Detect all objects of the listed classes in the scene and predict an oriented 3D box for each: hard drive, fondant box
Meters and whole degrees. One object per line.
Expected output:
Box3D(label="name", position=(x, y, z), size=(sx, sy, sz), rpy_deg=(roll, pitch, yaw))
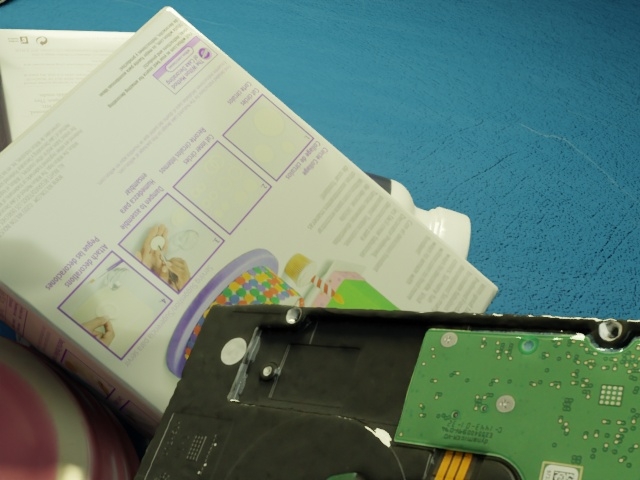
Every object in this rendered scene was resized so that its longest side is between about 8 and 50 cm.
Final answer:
Box3D(label="hard drive", position=(0.046, 0.146, 0.371), size=(0.339, 0.064, 0.236), rpy_deg=(-3, 54, 36))
Box3D(label="fondant box", position=(-0.066, 0.026, 0.597), size=(0.330, 0.096, 0.238), rpy_deg=(40, 61, -3))

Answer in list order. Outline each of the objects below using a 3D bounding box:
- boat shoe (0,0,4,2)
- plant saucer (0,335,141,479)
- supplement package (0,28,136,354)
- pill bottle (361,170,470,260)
Box3D(label="boat shoe", position=(-0.523, -0.338, 1.062), size=(0.096, 0.112, 0.335), rpy_deg=(32, 42, 12))
Box3D(label="plant saucer", position=(-0.269, 0.159, 0.496), size=(0.332, 0.084, 0.332), rpy_deg=(11, 36, -8))
Box3D(label="supplement package", position=(-0.198, -0.037, 0.704), size=(0.134, 0.139, 0.244), rpy_deg=(-6, 72, -28))
Box3D(label="pill bottle", position=(0.000, 0.000, 0.799), size=(0.265, 0.153, 0.153), rpy_deg=(16, 37, -3))
